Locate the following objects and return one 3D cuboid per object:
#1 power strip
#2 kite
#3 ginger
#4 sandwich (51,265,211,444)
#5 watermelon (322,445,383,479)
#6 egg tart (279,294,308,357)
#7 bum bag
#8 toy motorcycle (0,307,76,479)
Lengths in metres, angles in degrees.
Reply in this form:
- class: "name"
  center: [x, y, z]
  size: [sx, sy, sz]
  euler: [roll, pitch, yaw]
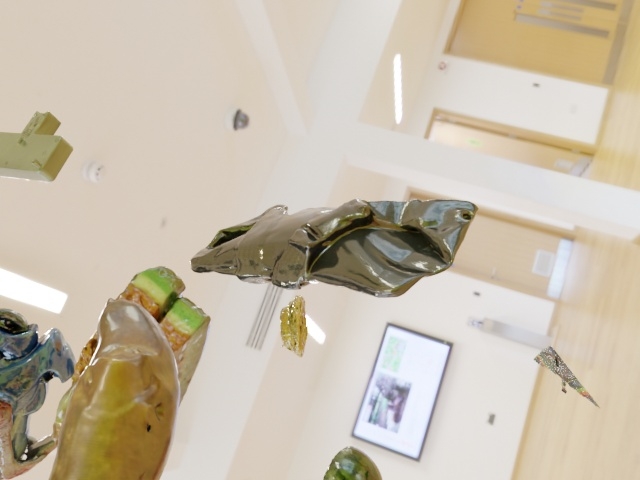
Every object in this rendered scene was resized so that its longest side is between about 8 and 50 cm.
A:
- class: "power strip"
  center: [-0.578, -0.193, 1.145]
  size: [0.145, 0.215, 0.061]
  euler: [-68, -30, -25]
- class: "kite"
  center: [0.300, 0.165, 0.726]
  size: [0.004, 0.122, 0.090]
  euler: [-32, -60, -7]
- class: "ginger"
  center: [-0.192, 0.211, 0.525]
  size: [0.133, 0.107, 0.309]
  euler: [90, -170, -82]
- class: "sandwich"
  center: [-0.250, 0.177, 0.783]
  size: [0.292, 0.109, 0.212]
  euler: [-61, -10, 8]
- class: "watermelon"
  center: [0.045, 0.316, 0.727]
  size: [0.105, 0.062, 0.105]
  euler: [1, -91, -53]
- class: "egg tart"
  center: [-0.052, 0.171, 1.149]
  size: [0.130, 0.052, 0.130]
  euler: [-2, -90, -88]
- class: "bum bag"
  center: [0.000, 0.000, 0.484]
  size: [0.123, 0.248, 0.060]
  euler: [-35, -69, -45]
- class: "toy motorcycle"
  center: [-0.578, 0.289, 1.139]
  size: [0.241, 0.182, 0.319]
  euler: [11, -73, -49]
